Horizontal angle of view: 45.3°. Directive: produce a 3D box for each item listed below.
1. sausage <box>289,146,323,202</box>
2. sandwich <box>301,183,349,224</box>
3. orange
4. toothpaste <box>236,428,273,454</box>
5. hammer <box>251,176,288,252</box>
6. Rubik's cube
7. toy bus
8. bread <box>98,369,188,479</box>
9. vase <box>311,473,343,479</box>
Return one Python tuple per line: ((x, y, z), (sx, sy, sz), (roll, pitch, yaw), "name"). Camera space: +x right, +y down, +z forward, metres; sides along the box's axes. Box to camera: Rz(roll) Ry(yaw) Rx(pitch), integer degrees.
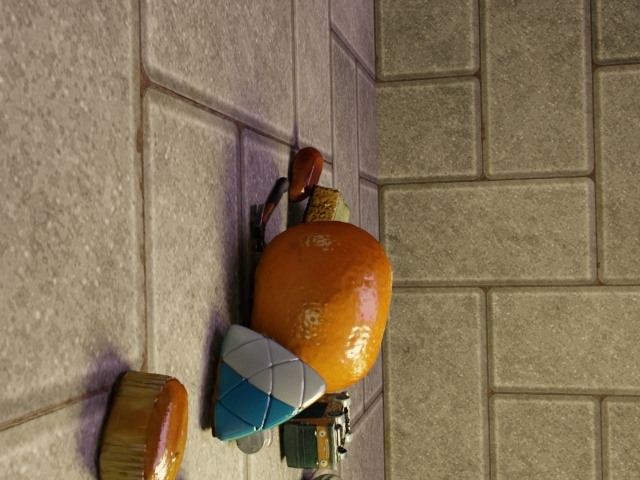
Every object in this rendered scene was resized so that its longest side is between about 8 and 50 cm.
((-0.044, -0.190, 2.207), (0.089, 0.089, 0.179), (59, 42, -64), "sausage")
((0.002, 0.000, 2.229), (0.249, 0.095, 0.273), (48, 57, -76), "sandwich")
((-0.006, 0.151, 1.811), (0.424, 0.326, 0.424), (-168, -90, -90), "orange")
((-0.137, 0.448, 1.809), (0.299, 0.073, 0.114), (46, 44, -81), "toothpaste")
((-0.126, -0.086, 1.964), (0.287, 0.033, 0.111), (-69, 155, -59), "hammer")
((-0.101, 0.329, 1.636), (0.254, 0.254, 0.254), (-1, 90, -76), "Rubik's cube")
((-0.004, 0.524, 2.134), (0.275, 0.167, 0.138), (-44, 131, -78), "toy bus")
((-0.266, 0.302, 1.195), (0.132, 0.114, 0.190), (70, 28, -59), "bread")
((-0.007, 0.754, 2.198), (0.248, 0.128, 0.128), (0, 89, -67), "vase")
